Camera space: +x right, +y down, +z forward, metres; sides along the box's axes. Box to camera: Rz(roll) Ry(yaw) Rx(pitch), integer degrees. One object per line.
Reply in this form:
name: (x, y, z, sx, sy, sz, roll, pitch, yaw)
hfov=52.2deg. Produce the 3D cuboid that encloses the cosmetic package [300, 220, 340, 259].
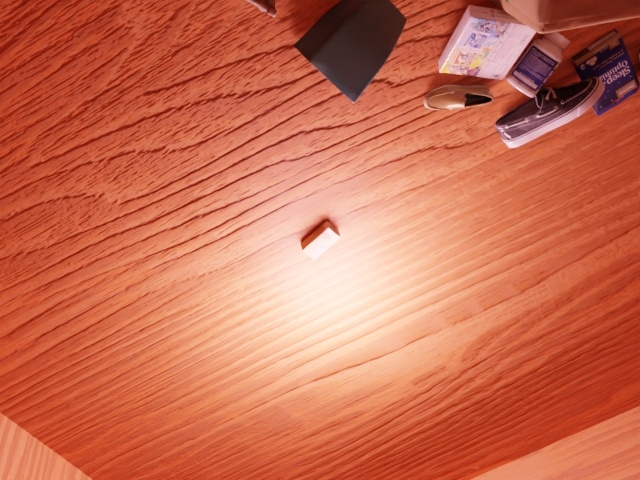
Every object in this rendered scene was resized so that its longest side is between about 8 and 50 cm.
cosmetic package: (0.000, 0.000, 2.012, 0.115, 0.041, 0.060, -42, 122, 19)

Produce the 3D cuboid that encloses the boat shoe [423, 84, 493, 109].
boat shoe: (0.380, -0.388, 1.788, 0.189, 0.072, 0.068, -11, 126, -2)

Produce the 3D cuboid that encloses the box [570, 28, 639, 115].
box: (0.809, -0.461, 1.838, 0.136, 0.036, 0.225, -33, 125, 13)

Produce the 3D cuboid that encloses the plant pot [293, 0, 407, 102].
plant pot: (0.086, -0.497, 1.609, 0.165, 0.165, 0.234, 37, 103, -30)

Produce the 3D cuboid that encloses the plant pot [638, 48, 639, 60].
plant pot: (0.957, -0.463, 1.793, 0.167, 0.167, 0.165, -26, 118, 8)

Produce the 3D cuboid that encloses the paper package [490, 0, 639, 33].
paper package: (0.576, -0.621, 1.504, 0.309, 0.325, 0.168, -11, 126, -3)

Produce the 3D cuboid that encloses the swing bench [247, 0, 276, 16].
swing bench: (-0.158, -0.680, 1.437, 0.253, 0.165, 0.255, 23, 123, -24)

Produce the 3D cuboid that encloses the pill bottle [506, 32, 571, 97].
pill bottle: (0.586, -0.478, 1.748, 0.094, 0.094, 0.169, 23, 118, -23)

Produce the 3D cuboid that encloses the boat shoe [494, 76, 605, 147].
boat shoe: (0.631, -0.376, 1.819, 0.301, 0.108, 0.102, -29, 121, 26)

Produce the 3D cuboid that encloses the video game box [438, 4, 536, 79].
video game box: (0.426, -0.503, 1.680, 0.187, 0.048, 0.205, 2, 153, -14)
